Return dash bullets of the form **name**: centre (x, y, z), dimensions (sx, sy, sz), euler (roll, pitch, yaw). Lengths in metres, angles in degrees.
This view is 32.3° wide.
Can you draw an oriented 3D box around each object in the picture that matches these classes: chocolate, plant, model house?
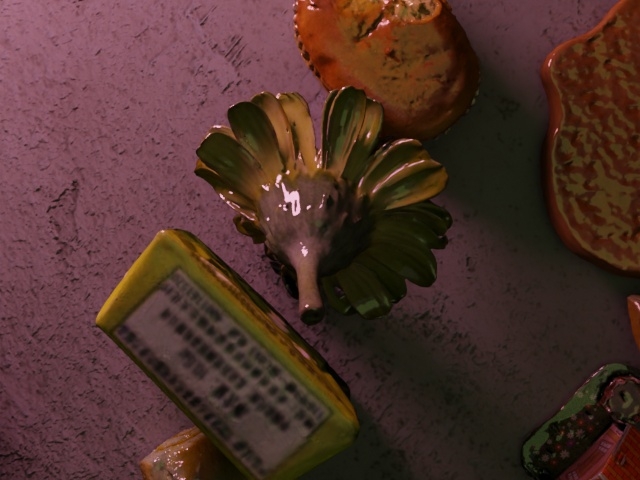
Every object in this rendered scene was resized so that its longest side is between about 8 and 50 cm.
- **chocolate**: centre (-0.103, 0.130, 1.258), dimensions (0.301, 0.289, 0.137), euler (45, 89, -2)
- **plant**: centre (-0.005, 0.002, 1.276), dimensions (0.306, 0.261, 0.297), euler (10, 63, -6)
- **model house**: centre (0.411, 0.311, 1.341), dimensions (0.207, 0.154, 0.294), euler (-45, 92, 3)

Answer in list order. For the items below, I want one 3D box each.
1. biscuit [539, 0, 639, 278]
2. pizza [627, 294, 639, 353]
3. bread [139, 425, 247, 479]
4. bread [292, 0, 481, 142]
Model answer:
- **biscuit**: centre (0.458, -0.132, 1.361), dimensions (0.385, 0.062, 0.365), euler (-9, 91, 0)
- **pizza**: centre (0.509, 0.188, 1.340), dimensions (0.268, 0.087, 0.257), euler (1, 75, -6)
- **bread**: centre (-0.146, 0.279, 1.361), dimensions (0.156, 0.110, 0.103), euler (-25, 86, -1)
- **bread**: centre (0.079, -0.230, 1.322), dimensions (0.179, 0.133, 0.250), euler (-37, 92, 6)
